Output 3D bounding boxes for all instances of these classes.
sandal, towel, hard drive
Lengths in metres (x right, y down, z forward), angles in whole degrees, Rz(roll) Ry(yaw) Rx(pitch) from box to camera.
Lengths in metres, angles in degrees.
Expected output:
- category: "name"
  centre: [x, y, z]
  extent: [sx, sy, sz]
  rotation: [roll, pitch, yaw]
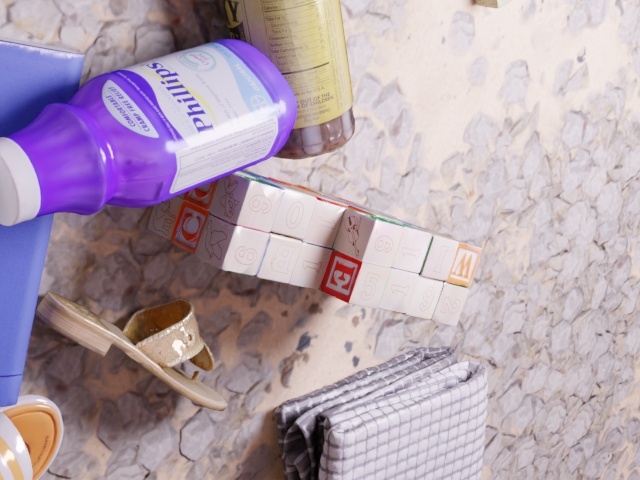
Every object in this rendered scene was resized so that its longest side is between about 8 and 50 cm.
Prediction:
- category: "sandal"
  centre: [-0.329, 0.238, 1.006]
  extent: [0.265, 0.076, 0.102]
  rotation: [-31, 125, -30]
- category: "sandal"
  centre: [-0.154, 0.088, 1.100]
  extent: [0.240, 0.088, 0.079]
  rotation: [34, 89, -40]
- category: "towel"
  centre: [0.071, 0.269, 1.361]
  extent: [0.284, 0.121, 0.235]
  rotation: [-15, 118, -40]
- category: "hard drive"
  centre: [-0.320, -0.014, 0.939]
  extent: [0.210, 0.040, 0.318]
  rotation: [4, 104, -43]

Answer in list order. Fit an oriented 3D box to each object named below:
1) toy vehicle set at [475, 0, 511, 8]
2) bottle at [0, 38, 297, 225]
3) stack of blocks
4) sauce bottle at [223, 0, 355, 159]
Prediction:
- category: "toy vehicle set"
  centre: [0.269, -0.398, 1.330]
  extent: [0.267, 0.035, 0.166]
  rotation: [-33, 126, -29]
- category: "bottle"
  centre: [-0.152, -0.088, 0.964]
  extent: [0.283, 0.118, 0.092]
  rotation: [-25, 155, -40]
- category: "stack of blocks"
  centre: [0.000, 0.000, 1.148]
  extent: [0.297, 0.171, 0.087]
  rotation: [15, 96, -44]
- category: "sauce bottle"
  centre: [-0.040, -0.249, 1.057]
  extent: [0.111, 0.111, 0.344]
  rotation: [-27, 122, -33]
